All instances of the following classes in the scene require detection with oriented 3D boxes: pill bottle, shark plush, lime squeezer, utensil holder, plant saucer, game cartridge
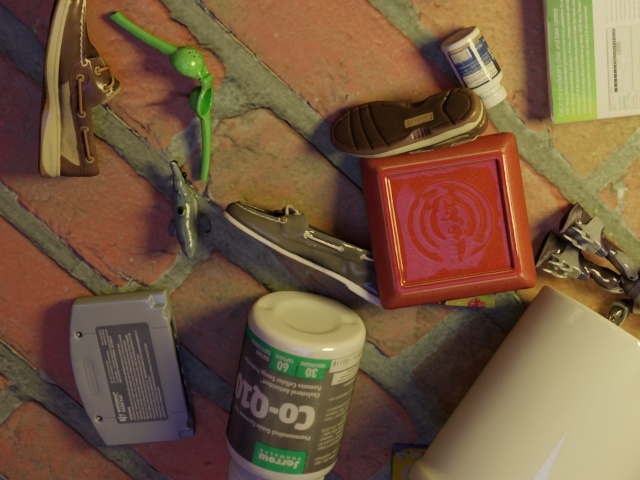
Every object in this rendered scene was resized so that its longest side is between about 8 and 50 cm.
[{"bbox_3d":[-0.052,0.287,2.033,0.204,0.204,0.361,11,113,0],"label":"pill bottle"},{"bbox_3d":[-0.222,-0.055,1.973,0.073,0.067,0.161,6,114,2],"label":"shark plush"},{"bbox_3d":[-0.221,-0.241,1.900,0.110,0.059,0.310,-23,110,13],"label":"lime squeezer"},{"bbox_3d":[0.243,-0.268,1.845,0.067,0.067,0.120,-27,109,15],"label":"pill bottle"},{"bbox_3d":[0.376,0.310,1.899,0.327,0.327,0.385,33,91,-10],"label":"utensil holder"},{"bbox_3d":[0.208,-0.030,1.906,0.259,0.048,0.258,-9,93,1],"label":"plant saucer"},{"bbox_3d":[-0.343,0.229,2.115,0.196,0.060,0.294,-6,112,3],"label":"game cartridge"}]

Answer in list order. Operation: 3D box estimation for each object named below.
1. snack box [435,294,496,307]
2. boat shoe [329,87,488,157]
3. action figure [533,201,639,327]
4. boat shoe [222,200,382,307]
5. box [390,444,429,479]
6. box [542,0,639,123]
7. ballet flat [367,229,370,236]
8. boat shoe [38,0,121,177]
[{"bbox_3d":[0.228,0.059,2.004,0.141,0.037,0.100,3,112,3],"label":"snack box"},{"bbox_3d":[0.144,-0.171,1.881,0.257,0.095,0.095,-5,71,27],"label":"boat shoe"},{"bbox_3d":[0.500,0.064,1.946,0.285,0.099,0.185,32,130,-1],"label":"action figure"},{"bbox_3d":[0.000,0.000,1.968,0.335,0.112,0.095,29,95,-14],"label":"boat shoe"},{"bbox_3d":[0.176,0.435,2.091,0.105,0.179,0.043,2,122,3],"label":"box"},{"bbox_3d":[0.506,-0.311,1.814,0.322,0.058,0.232,-5,113,5],"label":"box"},{"bbox_3d":[0.174,-0.028,1.966,0.188,0.070,0.070,5,114,0],"label":"ballet flat"},{"bbox_3d":[-0.378,-0.255,1.882,0.123,0.123,0.342,5,114,-13],"label":"boat shoe"}]
